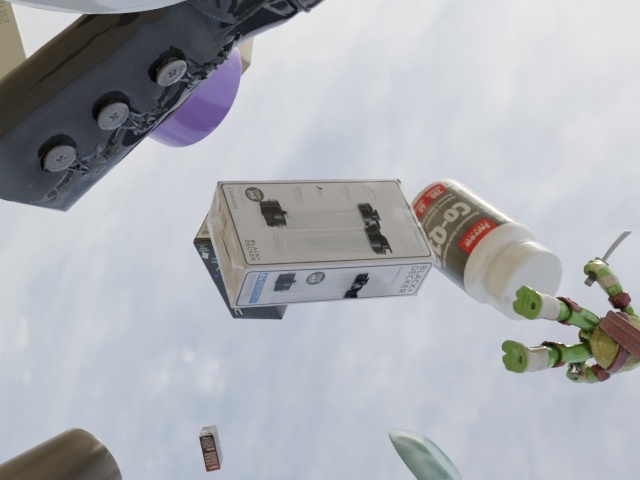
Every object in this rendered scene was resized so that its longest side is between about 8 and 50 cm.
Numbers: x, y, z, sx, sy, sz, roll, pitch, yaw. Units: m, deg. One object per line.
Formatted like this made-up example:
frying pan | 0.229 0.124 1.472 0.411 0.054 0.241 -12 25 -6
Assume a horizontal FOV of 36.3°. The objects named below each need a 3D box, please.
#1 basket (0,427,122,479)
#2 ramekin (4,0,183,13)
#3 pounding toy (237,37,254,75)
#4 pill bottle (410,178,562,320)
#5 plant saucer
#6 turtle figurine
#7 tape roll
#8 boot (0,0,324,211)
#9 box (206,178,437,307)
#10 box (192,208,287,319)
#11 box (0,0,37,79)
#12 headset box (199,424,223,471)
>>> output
basket | -0.403 0.380 1.380 0.204 0.227 0.154 35 -49 19
ramekin | -0.170 -0.262 0.658 0.277 0.277 0.135 -13 -108 47
pounding toy | -0.187 -0.315 1.621 0.130 0.100 0.141 -43 -149 36
pill bottle | 0.289 0.015 1.761 0.161 0.161 0.283 -57 -138 7
plant saucer | 0.184 0.360 1.534 0.037 0.195 0.195 -44 -143 6
turtle figurine | 0.412 0.135 1.584 0.198 0.266 0.275 119 -34 -41
tape roll | -0.210 -0.234 1.394 0.189 0.080 0.189 -11 -110 32
boot | -0.244 -0.233 1.052 0.445 0.367 0.146 -33 -121 12
box | 0.000 0.000 1.388 0.087 0.289 0.169 112 -34 -44
box | -0.172 0.043 2.350 0.143 0.270 0.165 -1 -137 25
box | -0.538 -0.277 1.639 0.148 0.126 0.232 99 -26 -78
headset box | -0.220 0.424 1.972 0.062 0.032 0.083 -88 166 -83
